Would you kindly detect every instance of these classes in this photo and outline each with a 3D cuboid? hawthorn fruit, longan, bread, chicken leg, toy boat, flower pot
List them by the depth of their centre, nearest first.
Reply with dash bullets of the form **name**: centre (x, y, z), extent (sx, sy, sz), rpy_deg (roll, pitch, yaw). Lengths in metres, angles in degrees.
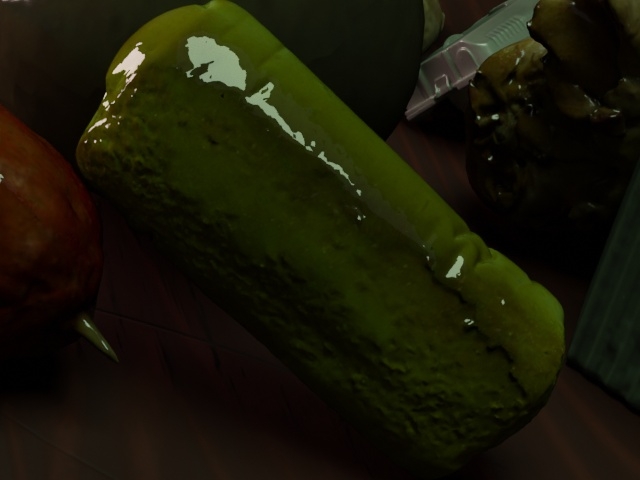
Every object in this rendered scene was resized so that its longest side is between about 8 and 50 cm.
- **hawthorn fruit**: centre (-0.234, 0.002, 1.345), extent (0.251, 0.189, 0.189), rpy_deg (31, 32, 14)
- **bread**: centre (0.000, 0.000, 1.364), extent (0.383, 0.166, 0.112), rpy_deg (43, 1, -1)
- **flower pot**: centre (0.327, 0.031, 1.568), extent (0.209, 0.189, 0.239), rpy_deg (-16, 45, -44)
- **longan**: centre (-0.095, -0.182, 1.580), extent (0.361, 0.361, 0.361), rpy_deg (13, 29, -7)
- **chicken leg**: centre (0.302, -0.150, 1.651), extent (0.409, 0.295, 0.182), rpy_deg (-19, 54, 7)
- **toy boat**: centre (0.201, -0.174, 1.925), extent (0.269, 0.141, 0.141), rpy_deg (-16, 42, -44)

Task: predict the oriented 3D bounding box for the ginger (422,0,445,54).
- **ginger**: centre (0.035, -0.262, 1.963), extent (0.245, 0.155, 0.304), rpy_deg (4, 34, 12)
